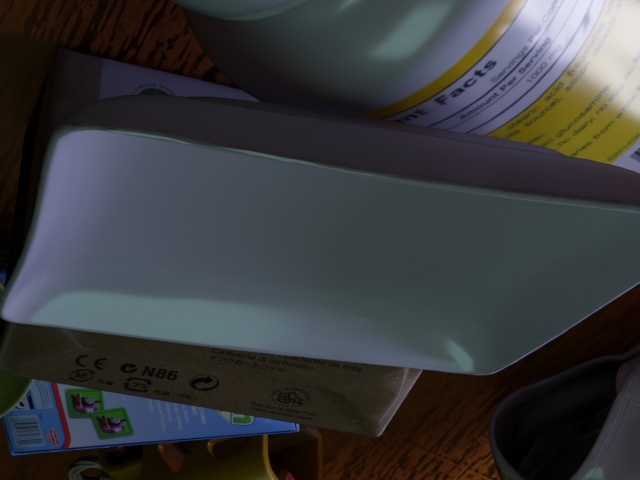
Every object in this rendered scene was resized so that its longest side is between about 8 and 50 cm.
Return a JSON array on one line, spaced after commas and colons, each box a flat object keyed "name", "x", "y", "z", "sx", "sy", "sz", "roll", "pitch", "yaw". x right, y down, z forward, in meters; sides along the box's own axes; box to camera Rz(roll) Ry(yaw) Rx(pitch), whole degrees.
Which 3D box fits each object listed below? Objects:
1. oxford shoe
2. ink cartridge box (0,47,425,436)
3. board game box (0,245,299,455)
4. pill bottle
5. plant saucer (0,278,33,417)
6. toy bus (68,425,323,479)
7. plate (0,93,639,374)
[{"name": "oxford shoe", "x": 0.299, "y": 0.101, "z": 1.150, "sx": 0.449, "sy": 0.169, "sz": 0.130, "roll": -29, "pitch": 114, "yaw": 31}, {"name": "ink cartridge box", "x": -0.063, "y": 0.000, "z": 0.978, "sx": 0.234, "sy": 0.193, "sz": 0.088, "roll": 11, "pitch": 139, "yaw": -15}, {"name": "board game box", "x": -0.129, "y": 0.071, "z": 1.150, "sx": 0.211, "sy": 0.039, "sz": 0.160, "roll": -5, "pitch": 122, "yaw": 6}, {"name": "pill bottle", "x": 0.055, "y": -0.129, "z": 0.761, "sx": 0.188, "sy": 0.188, "sz": 0.334, "roll": -27, "pitch": 152, "yaw": 28}, {"name": "plant saucer", "x": -0.305, "y": 0.053, "z": 1.082, "sx": 0.241, "sy": 0.037, "sz": 0.241, "roll": 0, "pitch": 139, "yaw": 0}, {"name": "toy bus", "x": -0.097, "y": 0.191, "z": 1.280, "sx": 0.191, "sy": 0.104, "sz": 0.202, "roll": 8, "pitch": 139, "yaw": -10}, {"name": "plate", "x": 0.000, "y": 0.000, "z": 0.770, "sx": 0.277, "sy": 0.045, "sz": 0.278, "roll": 8, "pitch": 160, "yaw": -13}]
